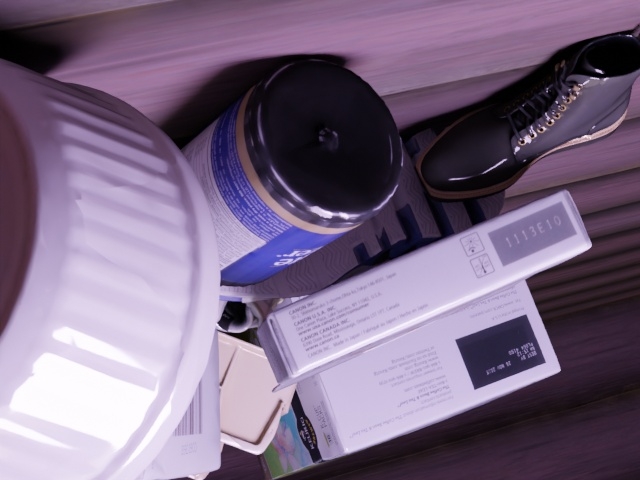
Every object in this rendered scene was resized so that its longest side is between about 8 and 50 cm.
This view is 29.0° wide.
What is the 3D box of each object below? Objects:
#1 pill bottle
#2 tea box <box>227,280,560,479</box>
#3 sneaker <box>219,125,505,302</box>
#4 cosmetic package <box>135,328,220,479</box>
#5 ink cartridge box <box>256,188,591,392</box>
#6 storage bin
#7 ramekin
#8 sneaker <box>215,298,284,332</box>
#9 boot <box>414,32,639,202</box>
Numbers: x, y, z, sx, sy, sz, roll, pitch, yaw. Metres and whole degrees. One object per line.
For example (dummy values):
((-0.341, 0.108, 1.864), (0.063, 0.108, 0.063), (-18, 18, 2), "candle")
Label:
((-0.048, -0.037, 0.912), (0.122, 0.123, 0.219), (-8, 166, -35), "pill bottle")
((0.079, 0.156, 1.660), (0.328, 0.220, 0.323), (-16, 168, -25), "tea box")
((0.001, 0.000, 1.141), (0.315, 0.128, 0.182), (-13, 166, -22), "sneaker")
((-0.310, 0.162, 1.220), (0.384, 0.156, 0.217), (-2, 173, 13), "cosmetic package")
((0.077, 0.052, 1.103), (0.275, 0.060, 0.239), (-23, 174, -10), "ink cartridge box")
((-0.194, 0.186, 1.495), (0.260, 0.123, 0.262), (23, 156, -13), "storage bin")
((-0.201, 0.022, 0.666), (0.272, 0.273, 0.127), (-20, 156, 19), "ramekin")
((-0.076, 0.035, 1.242), (0.110, 0.118, 0.292), (-24, 168, 27), "sneaker")
((0.175, -0.109, 1.029), (0.197, 0.077, 0.137), (-28, 166, -9), "boot")
